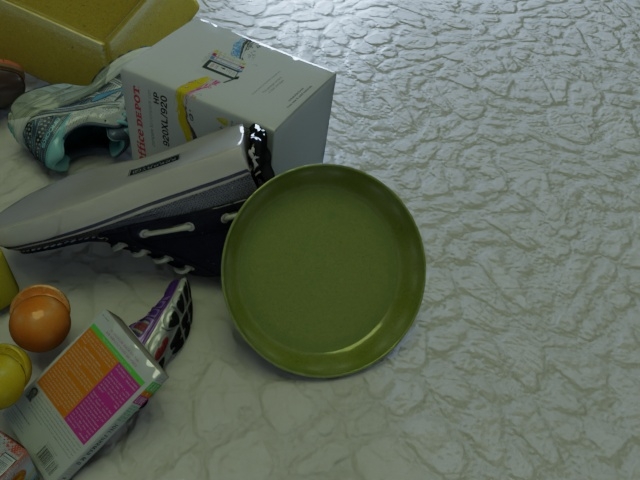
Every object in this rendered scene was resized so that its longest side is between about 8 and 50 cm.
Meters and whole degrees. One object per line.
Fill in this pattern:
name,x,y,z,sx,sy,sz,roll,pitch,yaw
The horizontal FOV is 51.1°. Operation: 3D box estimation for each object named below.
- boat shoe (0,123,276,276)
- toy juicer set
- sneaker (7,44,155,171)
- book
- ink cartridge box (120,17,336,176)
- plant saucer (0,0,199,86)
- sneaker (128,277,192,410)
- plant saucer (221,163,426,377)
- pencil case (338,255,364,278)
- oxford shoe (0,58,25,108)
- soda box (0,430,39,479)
boat shoe,-0.205,-0.012,0.799,0.340,0.158,0.127,-16,28,5
toy juicer set,-0.389,0.135,0.645,0.209,0.089,0.329,22,38,22
sneaker,-0.294,-0.182,0.978,0.283,0.110,0.122,-32,65,-22
book,-0.231,0.153,0.658,0.144,0.035,0.096,-45,63,-7
ink cartridge box,-0.126,-0.165,0.926,0.232,0.171,0.168,25,47,15
plant saucer,-0.409,-0.405,1.114,0.332,0.081,0.333,24,52,-3
sneaker,-0.194,0.103,0.733,0.071,0.068,0.170,15,46,13
plant saucer,0.004,0.034,0.767,0.241,0.037,0.241,0,90,-16
pencil case,0.000,0.000,0.861,0.070,0.064,0.152,-33,58,-15
oxford shoe,-0.547,-0.147,0.907,0.363,0.130,0.133,-38,94,-43
soda box,-0.332,0.249,0.570,0.058,0.063,0.183,26,47,16
